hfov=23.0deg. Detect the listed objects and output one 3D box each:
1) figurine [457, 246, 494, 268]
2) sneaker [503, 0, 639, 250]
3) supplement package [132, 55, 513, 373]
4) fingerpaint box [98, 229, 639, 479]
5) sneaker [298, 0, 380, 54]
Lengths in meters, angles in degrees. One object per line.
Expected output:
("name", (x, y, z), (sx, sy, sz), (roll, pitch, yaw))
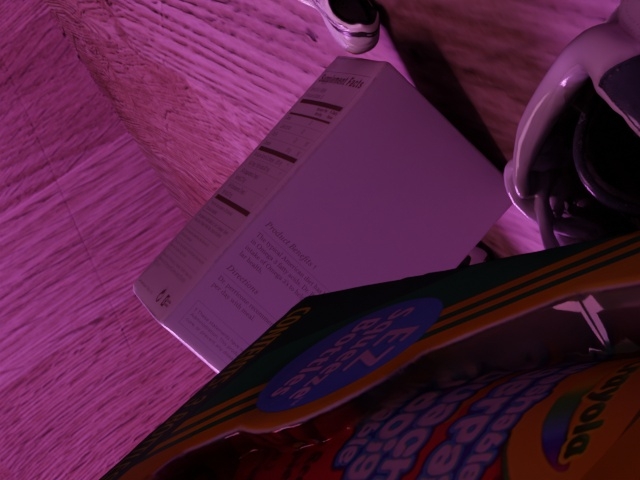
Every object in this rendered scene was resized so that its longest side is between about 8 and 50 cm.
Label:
("figurine", (0.077, 0.066, 1.090), (0.209, 0.092, 0.215), (56, 174, -37))
("sneaker", (0.101, -0.031, 0.517), (0.094, 0.091, 0.258), (53, 172, 14))
("supplement package", (0.000, 0.000, 0.852), (0.105, 0.179, 0.105), (43, 176, -16))
("fingerpaint box", (-0.005, 0.172, 0.323), (0.371, 0.445, 0.163), (-14, 113, 55))
("sneaker", (0.004, -0.142, 0.867), (0.083, 0.032, 0.037), (44, 164, 8))
